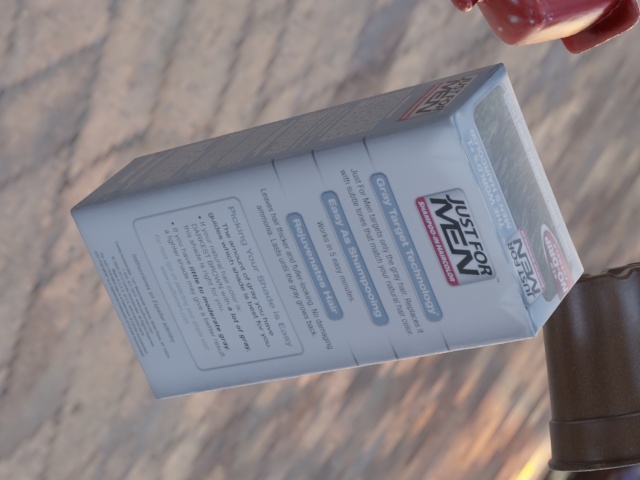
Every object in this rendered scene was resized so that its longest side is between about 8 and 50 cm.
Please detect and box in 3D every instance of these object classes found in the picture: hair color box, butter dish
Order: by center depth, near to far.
[{"bbox_3d":[0.152,-0.211,1.509,0.118,0.160,0.160,-24,-179,-15],"label":"butter dish"},{"bbox_3d":[0.000,0.000,1.571,0.374,0.185,0.113,-12,-160,34],"label":"hair color box"}]

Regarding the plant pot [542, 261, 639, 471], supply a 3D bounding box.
[{"bbox_3d":[0.268,0.106,1.725,0.167,0.167,0.165,-11,91,-69],"label":"plant pot"}]
